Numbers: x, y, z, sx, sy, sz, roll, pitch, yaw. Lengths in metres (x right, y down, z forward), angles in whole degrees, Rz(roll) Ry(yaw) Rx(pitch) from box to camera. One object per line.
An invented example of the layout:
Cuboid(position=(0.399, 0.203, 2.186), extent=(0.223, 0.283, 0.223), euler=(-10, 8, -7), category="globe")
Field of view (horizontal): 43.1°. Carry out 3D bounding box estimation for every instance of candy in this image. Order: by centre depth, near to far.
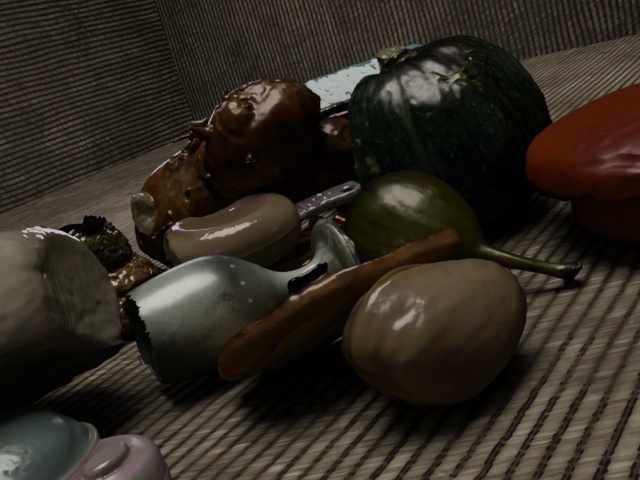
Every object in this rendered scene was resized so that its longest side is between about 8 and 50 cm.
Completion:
Cuboid(position=(-0.395, 0.128, 0.766), extent=(0.427, 0.186, 0.386), euler=(-35, -2, 14), category="candy")

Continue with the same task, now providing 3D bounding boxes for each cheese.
Cuboid(position=(-0.070, -0.021, 1.104), extent=(0.286, 0.082, 0.163), euler=(-22, 21, -16), category="cheese")

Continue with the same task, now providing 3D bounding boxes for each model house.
Cuboid(position=(0.129, -0.155, 1.381), extent=(0.281, 0.230, 0.248), euler=(-20, 56, -3), category="model house")

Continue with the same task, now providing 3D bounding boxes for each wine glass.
Cuboid(position=(-0.080, 0.065, 0.869), extent=(0.241, 0.126, 0.126), euler=(-18, 14, -21), category="wine glass")

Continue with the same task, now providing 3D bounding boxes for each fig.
Cuboid(position=(0.140, 0.018, 0.877), extent=(0.151, 0.151, 0.259), euler=(-27, 41, -34), category="fig")

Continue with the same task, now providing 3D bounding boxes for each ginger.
Cuboid(position=(-0.148, -0.103, 1.228), extent=(0.418, 0.176, 0.254), euler=(-26, -32, 24), category="ginger")

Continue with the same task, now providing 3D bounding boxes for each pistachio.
Cuboid(position=(0.097, 0.070, 0.666), extent=(0.124, 0.124, 0.185), euler=(-1, 20, 46), category="pistachio")

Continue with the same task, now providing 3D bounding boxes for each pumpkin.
Cuboid(position=(0.194, -0.148, 1.071), extent=(0.197, 0.263, 0.293), euler=(-8, 29, 39), category="pumpkin")

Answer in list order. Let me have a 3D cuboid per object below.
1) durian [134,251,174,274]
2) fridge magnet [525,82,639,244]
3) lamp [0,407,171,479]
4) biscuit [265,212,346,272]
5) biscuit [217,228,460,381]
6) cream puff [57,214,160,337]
Cuboid(position=(-0.308, 0.048, 1.294), extent=(0.215, 0.086, 0.100), euler=(3, 9, 41), category="durian")
Cuboid(position=(0.410, -0.103, 0.887), extent=(0.364, 0.155, 0.363), euler=(-15, 15, 4), category="fridge magnet")
Cuboid(position=(-0.234, 0.192, 0.622), extent=(0.246, 0.108, 0.179), euler=(-11, 20, 20), category="lamp")
Cuboid(position=(0.000, 0.000, 1.178), extent=(0.340, 0.047, 0.216), euler=(-19, 16, -8), category="biscuit")
Cuboid(position=(0.017, 0.064, 0.756), extent=(0.260, 0.041, 0.203), euler=(-31, -19, 9), category="biscuit")
Cuboid(position=(-0.308, 0.044, 1.114), extent=(0.183, 0.169, 0.183), euler=(-15, 13, 4), category="cream puff")
